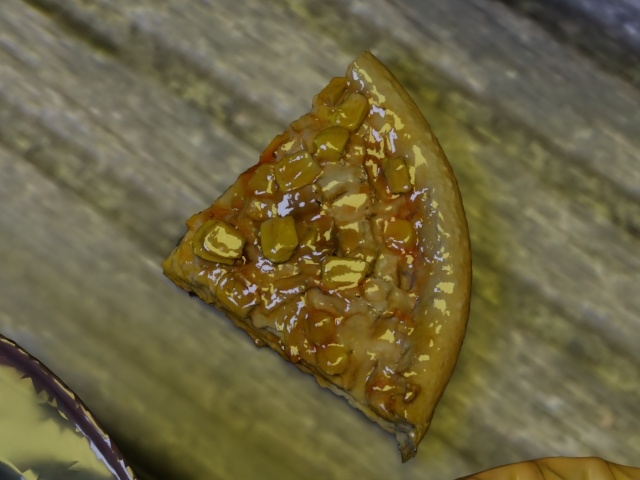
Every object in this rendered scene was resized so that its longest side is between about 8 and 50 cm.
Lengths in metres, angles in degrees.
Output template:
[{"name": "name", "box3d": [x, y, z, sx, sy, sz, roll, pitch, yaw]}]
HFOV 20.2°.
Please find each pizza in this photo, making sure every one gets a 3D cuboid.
[{"name": "pizza", "box3d": [0.000, 0.000, 0.754, 0.130, 0.041, 0.178, 7, 70, -1]}]

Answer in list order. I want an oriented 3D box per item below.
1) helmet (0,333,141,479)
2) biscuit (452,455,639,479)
[{"name": "helmet", "box3d": [-0.164, 0.202, 0.583, 0.271, 0.197, 0.338, -9, 67, -17]}, {"name": "biscuit", "box3d": [0.086, 0.180, 0.618, 0.204, 0.040, 0.309, 51, 49, 1]}]
